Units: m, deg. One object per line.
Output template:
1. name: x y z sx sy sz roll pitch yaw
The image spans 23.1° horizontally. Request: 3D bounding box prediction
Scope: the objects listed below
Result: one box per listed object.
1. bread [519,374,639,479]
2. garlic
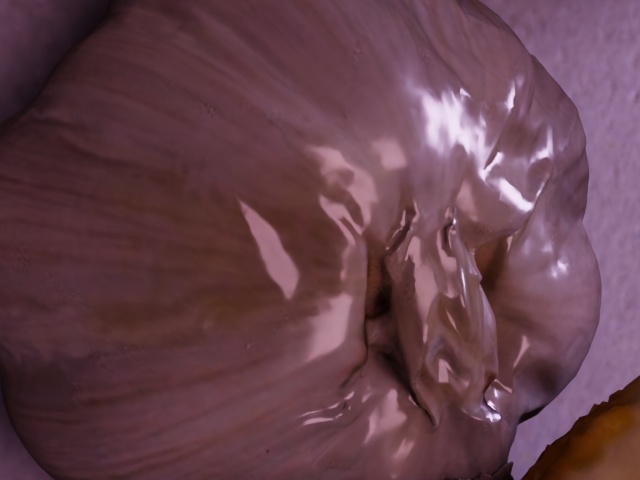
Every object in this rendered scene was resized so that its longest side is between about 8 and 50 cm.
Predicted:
1. bread: 0.101 0.218 0.498 0.279 0.207 0.279 -46 154 -19
2. garlic: 0.000 0.004 0.512 0.228 0.152 0.228 1 89 -30
